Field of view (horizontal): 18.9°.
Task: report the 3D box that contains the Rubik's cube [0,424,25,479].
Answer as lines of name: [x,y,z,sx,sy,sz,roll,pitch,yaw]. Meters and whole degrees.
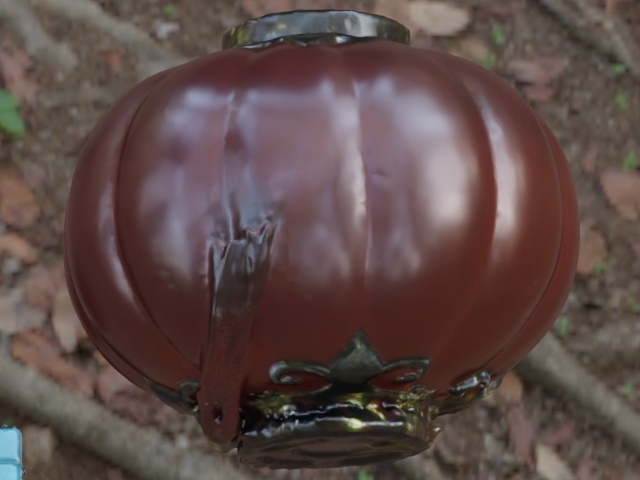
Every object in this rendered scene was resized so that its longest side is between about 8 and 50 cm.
Rubik's cube: [-0.390,0.285,1.830,0.213,0.224,0.265,1,41,-9]

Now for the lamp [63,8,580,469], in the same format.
lamp: [0.000,0.000,1.127,0.303,0.303,0.257,-2,75,-1]
